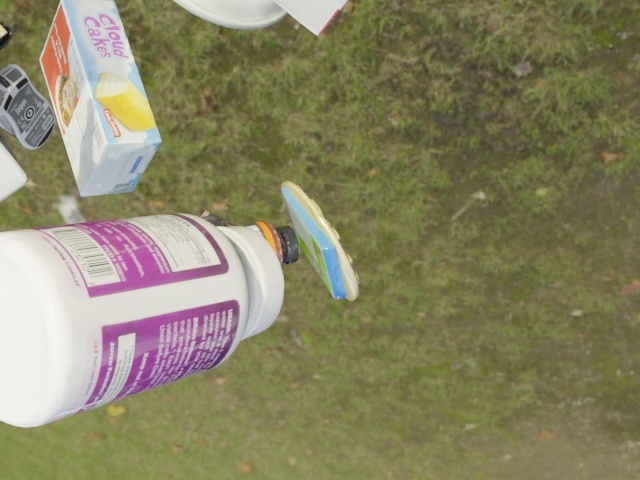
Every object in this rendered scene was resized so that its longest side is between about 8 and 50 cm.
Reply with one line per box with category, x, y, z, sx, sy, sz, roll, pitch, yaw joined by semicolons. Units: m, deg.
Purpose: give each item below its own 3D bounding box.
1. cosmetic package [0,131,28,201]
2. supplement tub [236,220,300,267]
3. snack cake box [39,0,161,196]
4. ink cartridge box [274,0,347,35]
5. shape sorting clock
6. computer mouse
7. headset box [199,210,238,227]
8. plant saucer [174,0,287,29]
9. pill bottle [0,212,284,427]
cosmetic package;-0.535;-0.010;0.804;0.161;0.453;0.230;58;167;-30
supplement tub;-0.138;0.025;1.448;0.198;0.106;0.106;-11;163;-27
snack cake box;-0.344;-0.219;1.266;0.089;0.264;0.152;-9;158;-34
ink cartridge box;0.011;-0.454;1.348;0.127;0.176;0.128;37;136;-9
shape sorting clock;0.000;0.000;1.238;0.040;0.206;0.206;-28;151;-9
computer mouse;-0.397;-0.183;1.036;0.042;0.106;0.193;20;156;16
headset box;-0.161;-0.007;1.251;0.083;0.062;0.032;28;124;3
plant saucer;-0.211;-0.650;1.798;0.401;0.400;0.100;25;143;-21
pill bottle;-0.177;0.061;0.797;0.169;0.169;0.302;-10;179;38
